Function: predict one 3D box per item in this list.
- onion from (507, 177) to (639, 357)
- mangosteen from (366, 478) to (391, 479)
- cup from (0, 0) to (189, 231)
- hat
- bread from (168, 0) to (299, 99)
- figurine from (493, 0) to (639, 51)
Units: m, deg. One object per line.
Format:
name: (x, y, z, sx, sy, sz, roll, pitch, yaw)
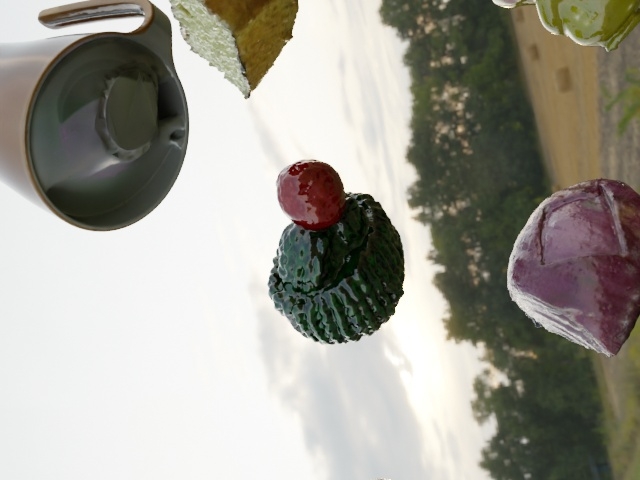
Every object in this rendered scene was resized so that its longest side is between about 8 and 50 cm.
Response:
onion: (0.357, 0.019, 1.250, 0.250, 0.111, 0.247, 25, 100, 64)
mangosteen: (0.089, 0.537, 1.569, 0.243, 0.243, 0.243, -13, -90, -75)
cup: (-0.257, -0.139, 0.840, 0.182, 0.264, 0.226, 36, -106, -52)
hat: (0.000, 0.000, 1.473, 0.332, 0.242, 0.274, 59, -157, -44)
bread: (-0.138, -0.402, 1.468, 0.194, 0.179, 0.340, 43, 171, 8)
figurine: (0.374, -0.435, 1.383, 0.169, 0.326, 0.218, -65, -8, 22)
